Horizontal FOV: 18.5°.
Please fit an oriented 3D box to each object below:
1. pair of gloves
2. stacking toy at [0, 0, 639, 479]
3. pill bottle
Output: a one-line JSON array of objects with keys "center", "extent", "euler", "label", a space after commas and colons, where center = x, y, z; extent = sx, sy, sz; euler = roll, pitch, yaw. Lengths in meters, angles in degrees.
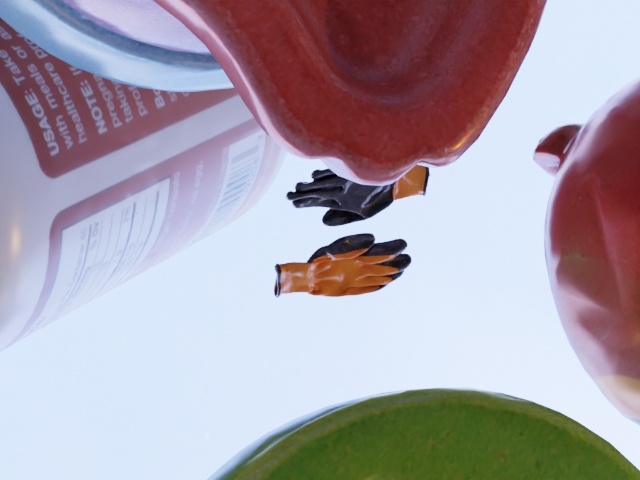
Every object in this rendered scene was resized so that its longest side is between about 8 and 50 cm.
[{"center": [0.015, -0.004, 0.965], "extent": [0.074, 0.083, 0.010], "euler": [-6, -140, -19], "label": "pair of gloves"}, {"center": [0.000, 0.000, 0.448], "extent": [0.309, 0.130, 0.279], "euler": [39, -103, -16], "label": "stacking toy"}, {"center": [-0.111, -0.028, 0.623], "extent": [0.121, 0.121, 0.216], "euler": [42, -145, 12], "label": "pill bottle"}]
